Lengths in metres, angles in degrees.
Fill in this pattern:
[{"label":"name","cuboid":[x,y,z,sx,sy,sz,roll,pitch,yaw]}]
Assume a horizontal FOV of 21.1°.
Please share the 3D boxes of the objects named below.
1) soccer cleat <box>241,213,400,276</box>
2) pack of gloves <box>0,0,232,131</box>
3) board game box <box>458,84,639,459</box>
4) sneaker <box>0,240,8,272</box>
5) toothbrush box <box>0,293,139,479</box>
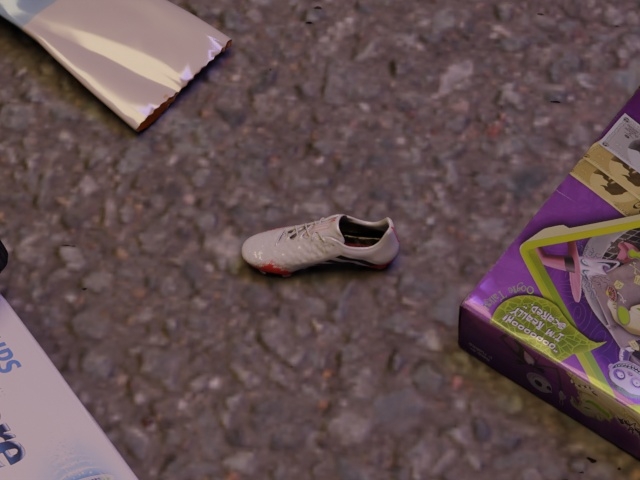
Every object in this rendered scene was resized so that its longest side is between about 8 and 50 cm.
[{"label":"soccer cleat","cuboid":[0.000,0.000,0.897,0.083,0.036,0.029,0,58,2]},{"label":"pack of gloves","cuboid":[-0.127,-0.188,1.027,0.232,0.046,0.195,40,67,12]},{"label":"board game box","cuboid":[0.267,0.058,0.848,0.347,0.056,0.208,33,60,20]},{"label":"sneaker","cuboid":[-0.241,-0.006,0.827,0.130,0.109,0.286,-43,25,-11]},{"label":"toothbrush box","cuboid":[-0.214,0.162,0.695,0.283,0.122,0.206,-20,36,-21]}]
